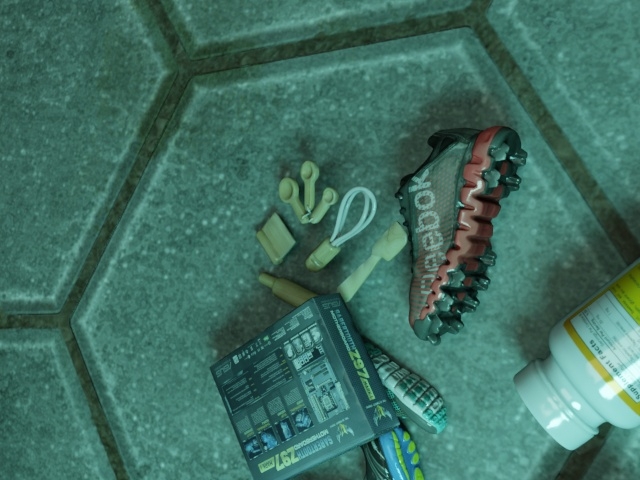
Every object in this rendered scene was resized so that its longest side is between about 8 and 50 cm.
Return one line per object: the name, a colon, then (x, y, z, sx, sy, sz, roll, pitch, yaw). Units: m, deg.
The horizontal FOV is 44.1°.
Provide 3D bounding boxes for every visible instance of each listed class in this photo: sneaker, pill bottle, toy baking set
sneaker: (0.086, 0.199, 1.005, 0.166, 0.065, 0.076, 35, 115, 29)
sneaker: (0.094, 0.326, 0.984, 0.078, 0.067, 0.188, -24, 74, 44)
pill bottle: (0.333, 0.112, 0.839, 0.246, 0.136, 0.136, -42, 68, 17)
toy baking set: (-0.002, 0.006, 1.037, 0.256, 0.030, 0.197, 29, 113, 41)
sneaker: (0.150, -0.014, 0.971, 0.135, 0.097, 0.276, 20, 97, 34)

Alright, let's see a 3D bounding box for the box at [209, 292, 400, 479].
box: (-0.029, 0.199, 1.018, 0.233, 0.059, 0.183, -38, 69, 37)
